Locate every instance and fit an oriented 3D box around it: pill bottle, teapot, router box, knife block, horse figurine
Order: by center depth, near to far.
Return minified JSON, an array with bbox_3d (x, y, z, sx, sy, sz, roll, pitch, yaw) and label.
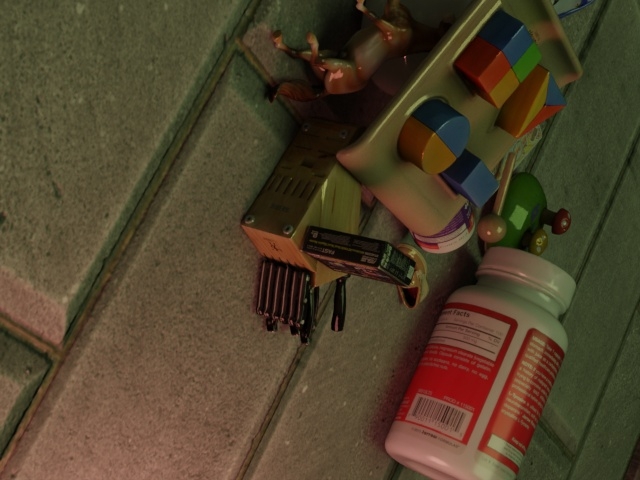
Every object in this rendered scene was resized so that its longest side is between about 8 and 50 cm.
[{"bbox_3d":[0.050,0.021,1.473,0.092,0.122,0.038,32,73,-56],"label":"router box"},{"bbox_3d":[0.049,-0.257,1.493,0.263,0.066,0.174,-34,144,12],"label":"horse figurine"},{"bbox_3d":[0.000,0.000,1.584,0.275,0.088,0.242,-60,145,-20],"label":"knife block"},{"bbox_3d":[0.191,-0.299,1.630,0.256,0.187,0.252,-1,111,-59],"label":"teapot"},{"bbox_3d":[0.173,-0.078,1.785,0.108,0.108,0.193,-56,143,-26],"label":"pill bottle"},{"bbox_3d":[0.291,0.227,1.976,0.407,0.229,0.229,-64,145,-14],"label":"pill bottle"}]

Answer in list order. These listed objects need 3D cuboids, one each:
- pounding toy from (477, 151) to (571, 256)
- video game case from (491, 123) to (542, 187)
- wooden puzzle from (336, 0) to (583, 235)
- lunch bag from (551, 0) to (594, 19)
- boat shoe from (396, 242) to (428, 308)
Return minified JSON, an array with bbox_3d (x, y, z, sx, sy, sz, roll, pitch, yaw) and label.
[{"bbox_3d":[0.387,-0.034,2.089,0.183,0.110,0.237,-64,152,-7],"label":"pounding toy"},{"bbox_3d":[0.333,-0.213,2.037,0.227,0.026,0.206,-46,138,-36],"label":"video game case"},{"bbox_3d":[0.216,-0.167,1.562,0.348,0.080,0.322,-46,149,3],"label":"wooden puzzle"},{"bbox_3d":[0.321,-0.474,1.735,0.243,0.115,0.303,-25,131,-6],"label":"lunch bag"},{"bbox_3d":[0.148,0.061,1.858,0.045,0.050,0.135,-58,144,-32],"label":"boat shoe"}]
